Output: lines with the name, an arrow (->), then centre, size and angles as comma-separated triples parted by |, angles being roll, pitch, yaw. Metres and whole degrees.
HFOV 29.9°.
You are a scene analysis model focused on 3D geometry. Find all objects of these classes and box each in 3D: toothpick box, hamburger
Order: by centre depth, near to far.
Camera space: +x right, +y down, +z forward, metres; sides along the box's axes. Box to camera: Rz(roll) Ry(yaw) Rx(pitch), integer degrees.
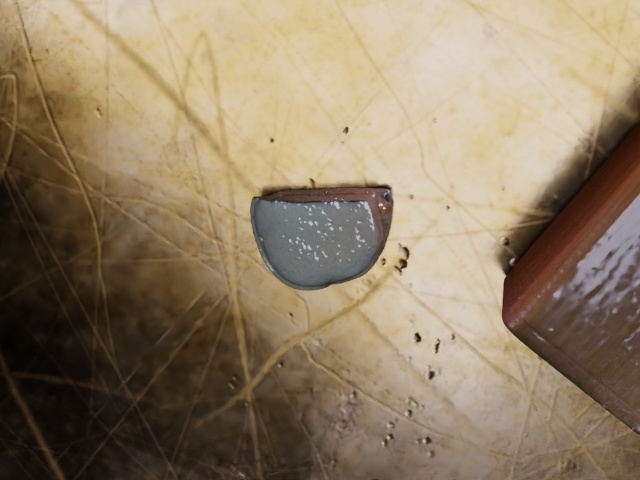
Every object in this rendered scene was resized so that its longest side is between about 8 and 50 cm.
toothpick box -> 0.296, -0.021, 0.931 | 0.187, 0.190, 0.308 | 38, 108, -3
hamburger -> 0.001, 0.000, 1.028 | 0.121, 0.054, 0.084 | 1, 106, 9
